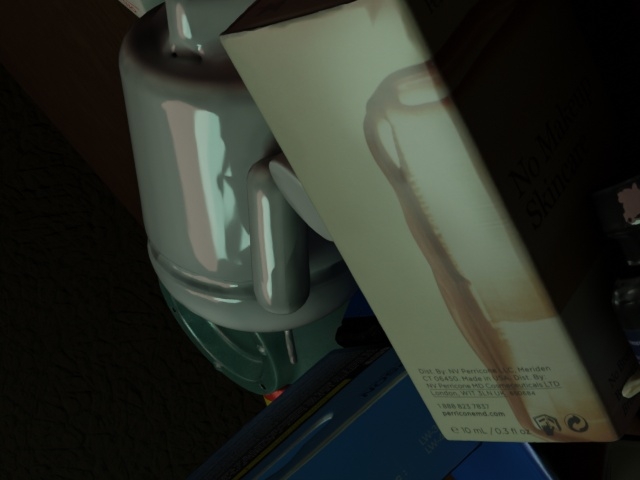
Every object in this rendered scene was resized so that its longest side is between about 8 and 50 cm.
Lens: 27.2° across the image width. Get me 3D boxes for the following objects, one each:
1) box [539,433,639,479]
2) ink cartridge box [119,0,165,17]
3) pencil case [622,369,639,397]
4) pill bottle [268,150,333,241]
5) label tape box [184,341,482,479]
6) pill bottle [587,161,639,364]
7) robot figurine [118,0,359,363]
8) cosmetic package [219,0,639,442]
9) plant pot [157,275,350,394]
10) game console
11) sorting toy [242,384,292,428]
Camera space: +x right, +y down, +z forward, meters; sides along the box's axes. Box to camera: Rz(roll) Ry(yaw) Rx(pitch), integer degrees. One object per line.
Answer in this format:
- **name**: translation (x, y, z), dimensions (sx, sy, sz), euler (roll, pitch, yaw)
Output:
- **box**: translation (0.242, 0.219, 1.052), dimensions (0.149, 0.126, 0.232), euler (7, 174, -11)
- **ink cartridge box**: translation (-0.199, -0.302, 1.365), dimensions (0.115, 0.067, 0.198), euler (42, 166, 30)
- **pencil case**: translation (0.328, 0.145, 0.548), dimensions (0.410, 0.160, 0.183), euler (49, 125, 5)
- **pill bottle**: translation (0.051, -0.078, 0.891), dimensions (0.094, 0.169, 0.094), euler (48, 168, 14)
- **label tape box**: translation (-0.015, 0.193, 0.981), dimensions (0.115, 0.249, 0.348), euler (50, 168, -3)
- **pill bottle**: translation (0.231, 0.053, 0.706), dimensions (0.219, 0.123, 0.123), euler (63, 167, -1)
- **robot figurine**: translation (-0.050, -0.070, 1.074), dimensions (0.300, 0.200, 0.353), euler (-99, 4, -54)
- **cosmetic package**: translation (0.090, -0.040, 0.764), dimensions (0.129, 0.153, 0.296), euler (-7, 124, 41)
- **plant pot**: translation (-0.039, 0.031, 1.343), dimensions (0.293, 0.196, 0.293), euler (38, 152, 25)
- **game console**: translation (0.132, 0.069, 1.060), dimensions (0.173, 0.250, 0.293), euler (23, 171, -10)
- **sorting toy**: translation (0.061, 0.168, 1.438), dimensions (0.257, 0.255, 0.089), euler (24, 135, 64)
